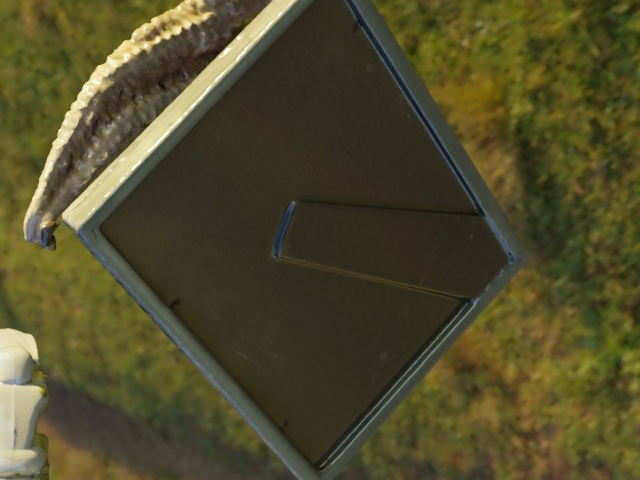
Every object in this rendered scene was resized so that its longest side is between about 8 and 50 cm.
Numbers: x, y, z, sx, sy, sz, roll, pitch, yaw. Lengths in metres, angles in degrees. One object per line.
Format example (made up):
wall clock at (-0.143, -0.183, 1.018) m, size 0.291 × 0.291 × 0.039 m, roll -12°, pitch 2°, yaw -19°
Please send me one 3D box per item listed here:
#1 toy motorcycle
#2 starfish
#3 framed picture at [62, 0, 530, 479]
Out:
toy motorcycle at (-0.245, 0.149, 1.318) m, size 0.151 × 0.074 × 0.229 m, roll 113°, pitch 156°, yaw -46°
starfish at (-0.029, -0.155, 1.117) m, size 0.132 × 0.384 × 0.398 m, roll 37°, pitch 127°, yaw 34°
framed picture at (0.000, 0.000, 0.697) m, size 0.015 × 0.150 × 0.203 m, roll 32°, pitch 166°, yaw 45°
